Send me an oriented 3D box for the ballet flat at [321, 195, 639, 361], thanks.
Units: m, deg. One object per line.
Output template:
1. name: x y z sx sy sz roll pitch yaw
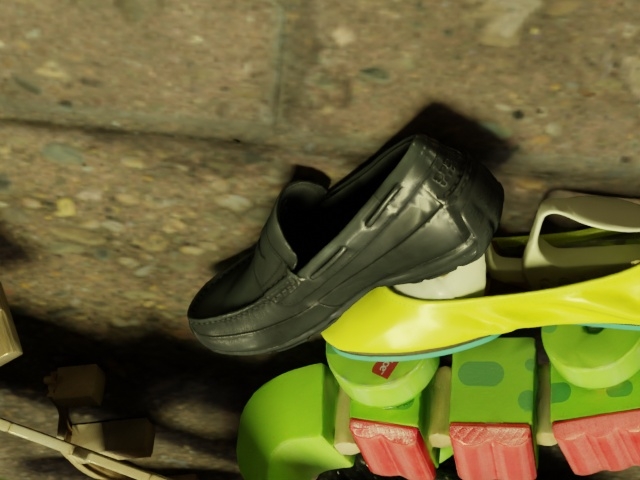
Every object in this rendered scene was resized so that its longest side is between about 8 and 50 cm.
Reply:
1. ballet flat: 0.110 0.014 1.062 0.231 0.077 0.077 -5 124 10

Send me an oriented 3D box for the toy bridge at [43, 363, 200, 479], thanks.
1. toy bridge: -0.145 0.137 1.307 0.063 0.026 0.188 -7 146 19

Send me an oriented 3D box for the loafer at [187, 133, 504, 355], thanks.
1. loafer: 0.000 0.000 1.048 0.223 0.076 0.078 -26 121 40

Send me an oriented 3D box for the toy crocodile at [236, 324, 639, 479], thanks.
1. toy crocodile: 0.114 0.099 1.146 0.340 0.105 0.115 -6 145 14

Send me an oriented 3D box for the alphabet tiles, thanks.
1. alphabet tiles: -0.131 0.138 1.189 0.237 0.009 0.198 22 172 -18

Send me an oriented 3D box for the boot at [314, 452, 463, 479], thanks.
1. boot: 0.077 0.252 1.356 0.260 0.131 0.348 29 149 -21

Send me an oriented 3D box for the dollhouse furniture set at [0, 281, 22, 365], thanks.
1. dollhouse furniture set: -0.329 0.022 1.054 0.242 0.161 0.212 -28 158 17
